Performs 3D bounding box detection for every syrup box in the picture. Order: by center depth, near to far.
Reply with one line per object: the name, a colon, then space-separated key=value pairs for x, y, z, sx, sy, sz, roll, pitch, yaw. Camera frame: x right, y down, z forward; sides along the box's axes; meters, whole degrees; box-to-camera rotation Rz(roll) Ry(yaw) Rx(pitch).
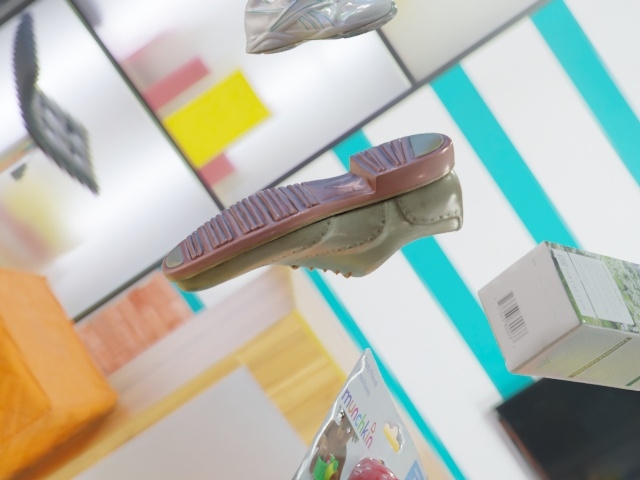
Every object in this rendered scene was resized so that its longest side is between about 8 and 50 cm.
syrup box: x=0.274 y=0.079 z=1.180 sx=0.237 sy=0.096 sz=0.093 roll=12 pitch=48 yaw=-41

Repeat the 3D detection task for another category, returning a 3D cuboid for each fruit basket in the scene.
fruit basket: x=0.027 y=0.353 z=1.402 sx=0.165 sy=0.353 sz=0.327 roll=20 pitch=-29 yaw=32

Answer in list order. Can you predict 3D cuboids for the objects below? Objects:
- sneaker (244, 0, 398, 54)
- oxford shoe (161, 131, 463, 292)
sneaker: x=-0.004 y=-0.213 z=1.132 sx=0.053 sy=0.152 sz=0.061 roll=-17 pitch=100 yaw=-72
oxford shoe: x=0.000 y=0.000 z=1.530 sx=0.140 sy=0.397 sz=0.146 roll=-114 pitch=-176 yaw=-66
